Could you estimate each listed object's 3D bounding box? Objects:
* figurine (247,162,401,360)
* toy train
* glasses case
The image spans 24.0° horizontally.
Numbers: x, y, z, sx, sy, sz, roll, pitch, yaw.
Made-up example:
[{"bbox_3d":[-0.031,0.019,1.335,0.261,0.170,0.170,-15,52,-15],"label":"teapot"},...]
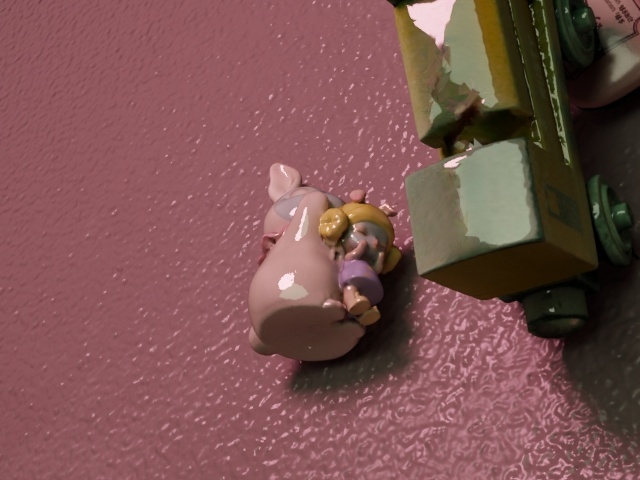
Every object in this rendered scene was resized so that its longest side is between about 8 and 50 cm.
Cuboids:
[{"bbox_3d":[0.000,0.000,1.574,0.155,0.127,0.235,-34,39,39],"label":"figurine"},{"bbox_3d":[0.169,-0.113,1.391,0.160,0.253,0.397,-17,69,27],"label":"toy train"},{"bbox_3d":[0.266,-0.255,1.593,0.122,0.075,0.314,-34,46,15],"label":"glasses case"}]
